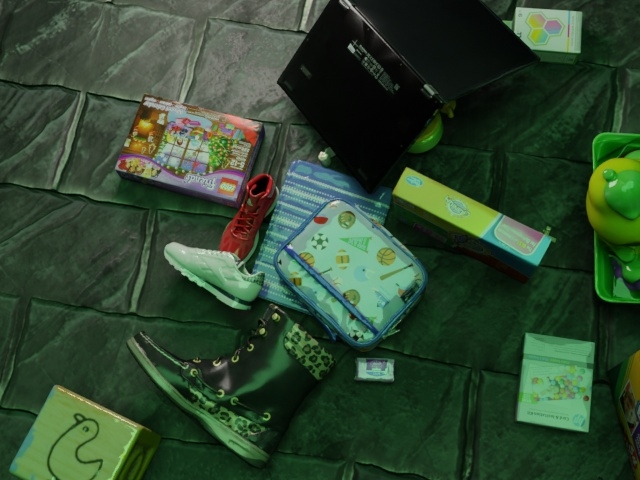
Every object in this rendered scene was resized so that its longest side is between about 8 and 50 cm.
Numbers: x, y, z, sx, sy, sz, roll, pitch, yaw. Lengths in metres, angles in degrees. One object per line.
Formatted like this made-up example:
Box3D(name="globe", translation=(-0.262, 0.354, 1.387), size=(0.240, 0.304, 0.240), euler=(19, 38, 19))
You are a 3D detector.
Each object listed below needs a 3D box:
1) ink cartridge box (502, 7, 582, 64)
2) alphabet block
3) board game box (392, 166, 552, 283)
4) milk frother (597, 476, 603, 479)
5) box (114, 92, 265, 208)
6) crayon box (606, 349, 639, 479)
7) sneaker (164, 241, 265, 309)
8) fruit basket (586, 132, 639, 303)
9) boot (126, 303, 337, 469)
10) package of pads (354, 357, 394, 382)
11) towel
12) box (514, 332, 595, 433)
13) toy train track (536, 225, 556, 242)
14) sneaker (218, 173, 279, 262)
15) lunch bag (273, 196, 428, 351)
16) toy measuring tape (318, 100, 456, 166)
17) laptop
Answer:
Box3D(name="ink cartridge box", translation=(0.497, -0.478, 2.077), size=(0.209, 0.062, 0.108), euler=(6, 73, 6))
Box3D(name="alphabet block", translation=(-0.458, 0.421, 1.765), size=(0.197, 0.193, 0.192), euler=(22, 76, 10))
Box3D(name="board game box", translation=(0.305, -0.026, 1.842), size=(0.317, 0.242, 0.064), euler=(27, 84, 12))
Box3D(name="milk frother", translation=(0.475, 0.511, 1.742), size=(0.135, 0.129, 0.143), euler=(27, 32, 11))
Box3D(name="box", translation=(-0.294, -0.205, 2.034), size=(0.293, 0.057, 0.200), euler=(15, 74, 8))
Box3D(name="crayon box", translation=(0.661, 0.383, 1.649), size=(0.106, 0.313, 0.362), euler=(-10, 71, 0))
Box3D(name="sneaker", translation=(-0.226, 0.056, 1.909), size=(0.235, 0.090, 0.094), euler=(30, 101, 13))
Box3D(name="fruit basket", translation=(0.652, -0.055, 1.771), size=(0.283, 0.392, 0.392), euler=(3, 72, 4))
Box3D(name="boot", translation=(-0.180, 0.248, 1.834), size=(0.377, 0.138, 0.284), euler=(39, 79, 10))
Box3D(name="package of pads", translation=(0.113, 0.271, 1.866), size=(0.083, 0.032, 0.050), euler=(2, 73, 4))
Box3D(name="towel", translation=(0.000, 0.000, 1.966), size=(0.243, 0.040, 0.335), euler=(18, 75, 7))
Box3D(name="box", translation=(0.481, 0.292, 1.835), size=(0.145, 0.038, 0.186), euler=(9, 73, 6))
Box3D(name="toy train track", translation=(0.484, 0.006, 1.943), size=(0.048, 0.014, 0.083), euler=(22, 75, 10))
Box3D(name="sneaker", translation=(-0.166, -0.051, 1.938), size=(0.087, 0.128, 0.221), euler=(20, 74, 9))
Box3D(name="lunch bag", translation=(0.063, 0.079, 1.867), size=(0.303, 0.115, 0.243), euler=(43, 81, 12))
Box3D(name="toy measuring tape", translation=(0.161, -0.224, 1.992), size=(0.330, 0.121, 0.121), euler=(-29, 72, 3))
Box3D(name="laptop", translation=(0.181, -0.374, 1.971), size=(0.408, 0.236, 0.382), euler=(-52, 60, 28))
